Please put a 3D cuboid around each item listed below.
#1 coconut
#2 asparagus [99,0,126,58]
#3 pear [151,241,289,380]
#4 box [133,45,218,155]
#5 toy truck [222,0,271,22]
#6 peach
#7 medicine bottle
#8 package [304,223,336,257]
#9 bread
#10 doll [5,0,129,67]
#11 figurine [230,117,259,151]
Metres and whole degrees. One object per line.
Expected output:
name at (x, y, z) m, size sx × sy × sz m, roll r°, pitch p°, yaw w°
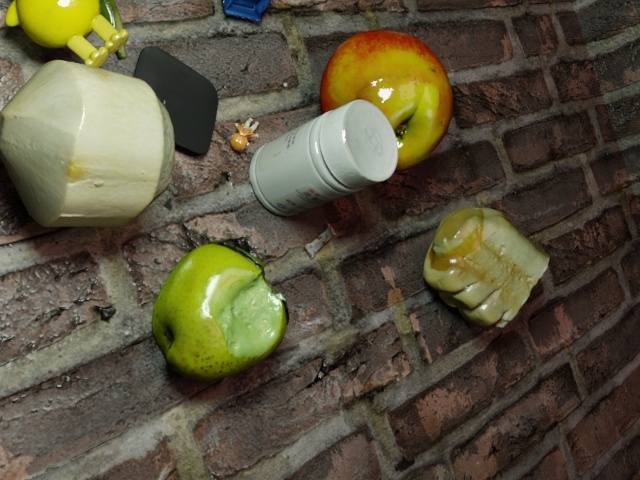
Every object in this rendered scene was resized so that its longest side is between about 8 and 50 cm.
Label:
coconut at (-0.429, -0.169, 1.294) m, size 0.322 × 0.323 × 0.323 m, roll 13°, pitch 70°, yaw -39°
asparagus at (-0.445, -0.475, 1.523) m, size 0.045 × 0.041 × 0.179 m, roll -26°, pitch 97°, yaw -34°
pear at (-0.215, 0.165, 1.478) m, size 0.292 × 0.159 × 0.293 m, roll 10°, pitch 75°, yaw -37°
box at (-0.322, -0.305, 1.585) m, size 0.212 × 0.042 × 0.201 m, roll 25°, pitch 63°, yaw -36°
toy truck at (-0.179, -0.649, 1.747) m, size 0.113 × 0.126 × 0.208 m, roll -1°, pitch 80°, yaw -42°
peach at (0.164, -0.360, 1.849) m, size 0.369 × 0.370 × 0.370 m, roll 13°, pitch 70°, yaw -39°
medicine bottle at (0.006, -0.182, 1.642) m, size 0.189 × 0.332 × 0.190 m, roll 13°, pitch 70°, yaw -38°
package at (0.000, 0.000, 1.803) m, size 0.110 × 0.015 × 0.037 m, roll -44°, pitch 113°, yaw -38°
bread at (0.436, 0.063, 2.045) m, size 0.341 × 0.210 × 0.301 m, roll 35°, pitch 80°, yaw -22°
doll at (-0.519, -0.473, 1.348) m, size 0.363 × 0.145 × 0.199 m, roll 43°, pitch 70°, yaw 2°
figurine at (-0.179, -0.256, 1.699) m, size 0.064 × 0.047 × 0.109 m, roll 28°, pitch 50°, yaw 0°
